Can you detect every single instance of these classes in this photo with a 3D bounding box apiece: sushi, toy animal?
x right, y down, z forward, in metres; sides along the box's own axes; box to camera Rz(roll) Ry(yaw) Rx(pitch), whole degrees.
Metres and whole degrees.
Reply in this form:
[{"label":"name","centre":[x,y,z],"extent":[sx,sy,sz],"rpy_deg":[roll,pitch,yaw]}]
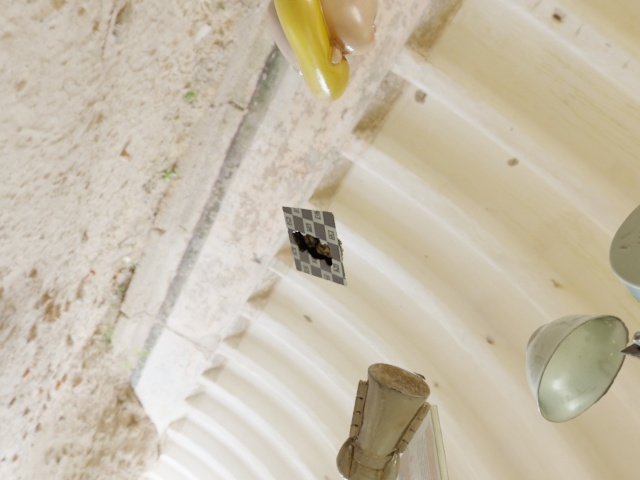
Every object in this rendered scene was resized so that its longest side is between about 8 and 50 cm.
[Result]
[{"label":"sushi","centre":[0.000,0.000,1.317],"extent":[0.050,0.192,0.215],"rpy_deg":[-25,-157,-33]},{"label":"toy animal","centre":[0.033,-0.485,1.196],"extent":[0.247,0.277,0.345],"rpy_deg":[-31,-163,-3]}]

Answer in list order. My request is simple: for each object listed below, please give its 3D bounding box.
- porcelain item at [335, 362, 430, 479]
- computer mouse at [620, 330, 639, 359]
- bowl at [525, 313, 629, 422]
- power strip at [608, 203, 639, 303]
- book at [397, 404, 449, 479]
[{"label":"porcelain item","centre":[0.063,0.251,0.620],"extent":[0.054,0.084,0.213],"rpy_deg":[-41,148,-68]},{"label":"computer mouse","centre":[0.249,0.057,0.296],"extent":[0.079,0.135,0.047],"rpy_deg":[56,40,-56]},{"label":"bowl","centre":[0.629,0.300,1.351],"extent":[0.313,0.313,0.146],"rpy_deg":[-57,-148,5]},{"label":"power strip","centre":[0.719,0.018,0.929],"extent":[0.357,0.161,0.357],"rpy_deg":[-43,-168,12]},{"label":"book","centre":[0.201,0.494,1.042],"extent":[0.295,0.020,0.208],"rpy_deg":[100,-6,-45]}]
